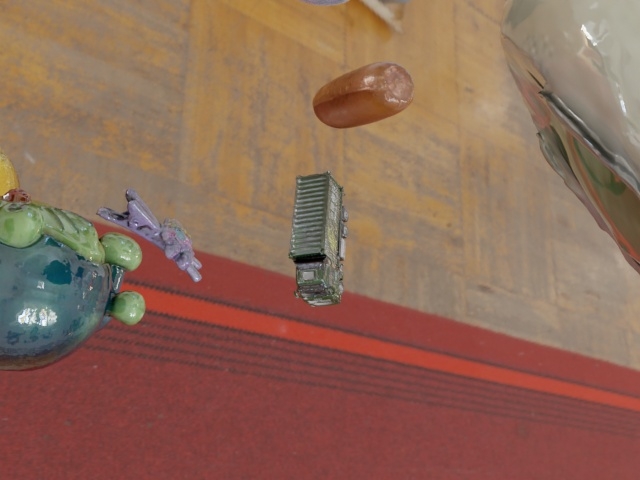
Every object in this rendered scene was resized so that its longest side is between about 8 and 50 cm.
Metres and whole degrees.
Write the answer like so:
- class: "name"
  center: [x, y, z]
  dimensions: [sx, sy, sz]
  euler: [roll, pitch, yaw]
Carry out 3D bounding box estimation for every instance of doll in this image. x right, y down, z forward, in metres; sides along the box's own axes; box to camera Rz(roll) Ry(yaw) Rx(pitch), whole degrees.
- class: "doll"
  center: [-0.314, 0.049, 0.865]
  dimensions: [0.322, 0.199, 0.186]
  euler: [37, 64, -75]

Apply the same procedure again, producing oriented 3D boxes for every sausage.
- class: "sausage"
  center: [0.051, -0.189, 1.048]
  dimensions: [0.076, 0.197, 0.076]
  euler: [0, 91, -26]

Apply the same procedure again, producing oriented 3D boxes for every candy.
- class: "candy"
  center: [0.302, -0.048, 0.599]
  dimensions: [0.427, 0.186, 0.386]
  euler: [42, 15, -15]

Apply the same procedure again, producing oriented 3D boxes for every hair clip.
- class: "hair clip"
  center: [-0.357, -0.011, 1.754]
  dimensions: [0.278, 0.090, 0.137]
  euler: [36, 20, -27]

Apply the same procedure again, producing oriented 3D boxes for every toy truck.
- class: "toy truck"
  center: [0.000, 0.000, 1.624]
  dimensions: [0.121, 0.088, 0.259]
  euler: [47, 41, -55]

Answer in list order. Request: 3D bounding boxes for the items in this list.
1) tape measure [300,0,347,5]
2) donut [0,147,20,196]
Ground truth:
- class: "tape measure"
  center: [0.017, -0.332, 0.794]
  dimensions: [0.178, 0.105, 0.196]
  euler: [83, 21, -68]
- class: "donut"
  center: [-0.757, -0.115, 1.591]
  dimensions: [0.303, 0.110, 0.302]
  euler: [2, 86, -31]
